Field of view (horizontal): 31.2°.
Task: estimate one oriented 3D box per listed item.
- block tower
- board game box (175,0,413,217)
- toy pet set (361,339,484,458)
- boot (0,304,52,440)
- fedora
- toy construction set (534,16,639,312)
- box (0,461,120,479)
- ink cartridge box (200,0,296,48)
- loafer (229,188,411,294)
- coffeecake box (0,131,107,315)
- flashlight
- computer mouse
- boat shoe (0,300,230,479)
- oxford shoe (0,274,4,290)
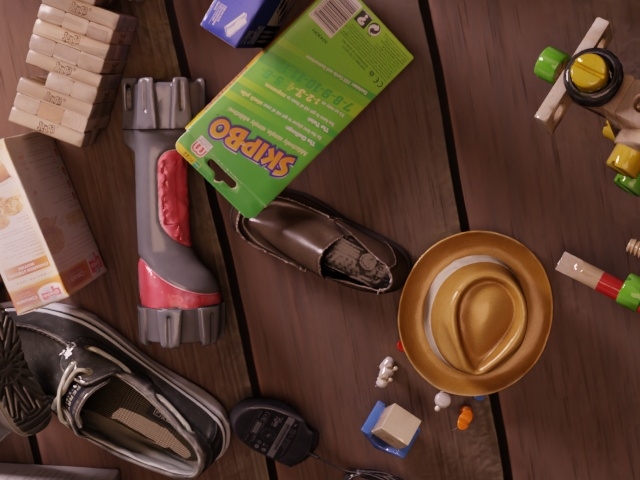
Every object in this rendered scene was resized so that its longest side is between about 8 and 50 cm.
[{"bbox_3d":[-0.249,-0.280,1.278,0.097,0.091,0.335,20,101,2],"label":"block tower"},{"bbox_3d":[-0.031,-0.155,1.268,0.259,0.039,0.124,-46,105,-3],"label":"board game box"},{"bbox_3d":[0.109,0.197,1.351,0.122,0.065,0.114,34,67,-3],"label":"toy pet set"},{"bbox_3d":[-0.414,0.166,1.342,0.208,0.076,0.189,-17,96,49],"label":"boot"},{"bbox_3d":[0.180,0.088,1.291,0.194,0.079,0.194,0,98,-2],"label":"fedora"},{"bbox_3d":[0.324,-0.087,1.210,0.237,0.257,0.309,27,113,18],"label":"toy construction set"},{"bbox_3d":[-0.430,0.373,1.348,0.345,0.215,0.168,3,100,6],"label":"box"},{"bbox_3d":[-0.064,-0.253,1.202,0.046,0.207,0.097,33,102,0],"label":"ink cartridge box"},{"bbox_3d":[0.000,0.000,1.305,0.220,0.078,0.080,19,101,2],"label":"loafer"},{"bbox_3d":[-0.325,-0.025,1.303,0.068,0.142,0.185,-20,97,10],"label":"coffeecake box"},{"bbox_3d":[-0.162,-0.033,1.312,0.103,0.103,0.304,6,98,43],"label":"flashlight"},{"bbox_3d":[0.002,0.253,1.376,0.242,0.041,0.071,29,110,-6],"label":"computer mouse"},{"bbox_3d":[-0.261,0.169,1.342,0.335,0.119,0.121,24,102,2],"label":"boat shoe"},{"bbox_3d":[-0.479,0.050,1.382,0.212,0.076,0.076,-18,67,11],"label":"oxford shoe"}]
